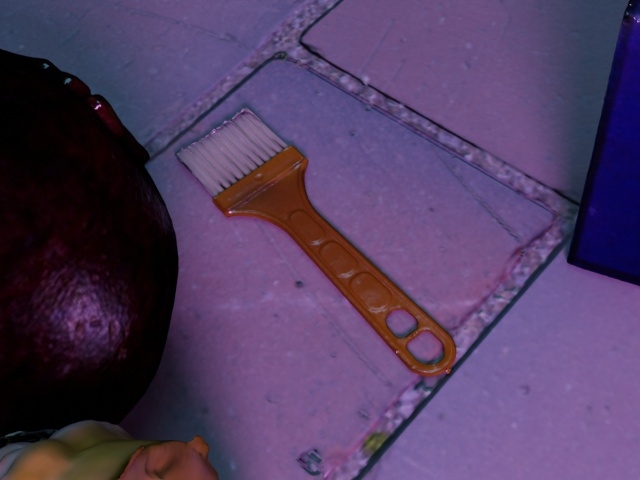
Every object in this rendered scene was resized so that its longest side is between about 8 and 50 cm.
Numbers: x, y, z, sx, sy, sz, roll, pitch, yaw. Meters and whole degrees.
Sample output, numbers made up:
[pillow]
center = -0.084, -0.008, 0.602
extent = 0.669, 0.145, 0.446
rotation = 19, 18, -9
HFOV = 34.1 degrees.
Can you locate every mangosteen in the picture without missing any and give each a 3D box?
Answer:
[mangosteen]
center = -0.263, 0.034, 0.679
extent = 0.347, 0.307, 0.307
rotation = -45, 62, -10

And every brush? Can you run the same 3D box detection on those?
[brush]
center = 0.000, 0.000, 0.854
extent = 0.090, 0.017, 0.314
rotation = -36, 60, -16

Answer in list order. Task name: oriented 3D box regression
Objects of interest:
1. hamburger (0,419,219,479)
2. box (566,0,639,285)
[hamburger]
center = -0.167, 0.232, 0.551
extent = 0.236, 0.276, 0.276
rotation = -6, 53, 16
[box]
center = 0.332, -0.053, 0.711
extent = 0.279, 0.261, 0.116
rotation = 17, 55, 16
